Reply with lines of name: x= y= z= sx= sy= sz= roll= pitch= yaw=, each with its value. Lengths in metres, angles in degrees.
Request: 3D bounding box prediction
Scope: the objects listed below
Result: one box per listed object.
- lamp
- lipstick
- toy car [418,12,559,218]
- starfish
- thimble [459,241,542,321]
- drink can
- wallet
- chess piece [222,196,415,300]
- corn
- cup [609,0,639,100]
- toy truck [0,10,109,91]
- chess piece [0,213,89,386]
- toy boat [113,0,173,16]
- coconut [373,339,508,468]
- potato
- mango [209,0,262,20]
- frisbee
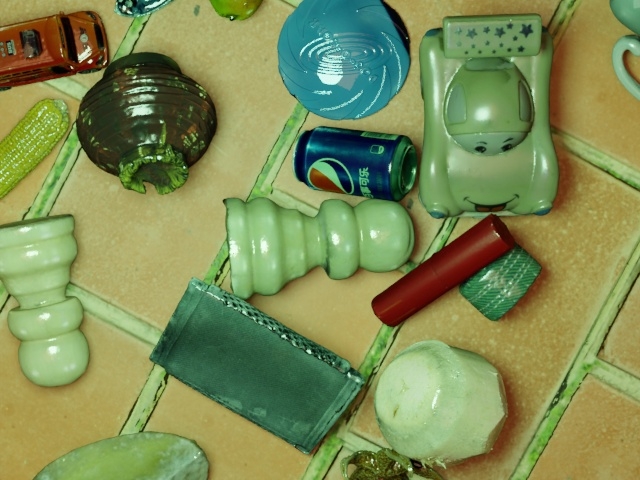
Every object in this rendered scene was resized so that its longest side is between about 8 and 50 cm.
lamp: x=-0.296 y=-0.194 z=1.806 sx=0.247 sy=0.247 sz=0.247 roll=0 pitch=92 yaw=1
lipstick: x=0.208 y=0.057 z=1.832 sx=0.280 sy=0.073 sz=0.073 roll=-37 pitch=91 yaw=27
toy car: x=0.287 y=-0.205 z=1.797 sx=0.242 sy=0.226 sz=0.336 roll=-1 pitch=91 yaw=1
starfish: x=0.129 y=0.411 z=1.867 sx=0.190 sy=0.146 sz=0.074 roll=1 pitch=52 yaw=1
thimble: x=0.316 y=0.067 z=1.859 sx=0.090 sy=0.118 sz=0.135 roll=42 pitch=94 yaw=-2
drink can: x=0.059 y=-0.135 z=1.835 sx=0.205 sy=0.118 sz=0.118 roll=10 pitch=92 yaw=24
wallet: x=-0.112 y=0.216 z=1.847 sx=0.342 sy=0.075 sz=0.237 roll=30 pitch=130 yaw=-2
chess piece: x=0.000 y=0.000 z=1.850 sx=0.330 sy=0.182 sz=0.182 roll=-6 pitch=92 yaw=-5
corn: x=-0.535 y=-0.159 z=1.886 sx=0.080 sy=0.080 sz=0.238 roll=43 pitch=95 yaw=-1
cup: x=0.632 y=-0.391 z=1.798 sx=0.274 sy=0.259 sz=0.356 roll=30 pitch=123 yaw=1
toy truck: x=-0.507 y=-0.335 z=1.860 sx=0.253 sy=0.114 sz=0.107 roll=-11 pitch=90 yaw=2
chess piece: x=-0.492 y=0.112 z=1.861 sx=0.167 sy=0.167 sz=0.299 roll=-9 pitch=96 yaw=1
toy boat: x=-0.305 y=-0.438 z=1.880 sx=0.137 sy=0.061 sz=0.060 roll=-25 pitch=91 yaw=2
coconut: x=0.219 y=0.285 z=1.826 sx=0.234 sy=0.224 sz=0.224 roll=31 pitch=93 yaw=-35
potato: x=-0.350 y=0.459 z=1.900 sx=0.189 sy=0.211 sz=0.264 roll=31 pitch=55 yaw=34
mango: x=-0.158 y=-0.501 z=1.855 sx=0.125 sy=0.111 sz=0.232 roll=-9 pitch=79 yaw=-12
frisbee: x=0.042 y=-0.336 z=1.888 sx=0.242 sy=0.045 sz=0.242 roll=0 pitch=93 yaw=0
